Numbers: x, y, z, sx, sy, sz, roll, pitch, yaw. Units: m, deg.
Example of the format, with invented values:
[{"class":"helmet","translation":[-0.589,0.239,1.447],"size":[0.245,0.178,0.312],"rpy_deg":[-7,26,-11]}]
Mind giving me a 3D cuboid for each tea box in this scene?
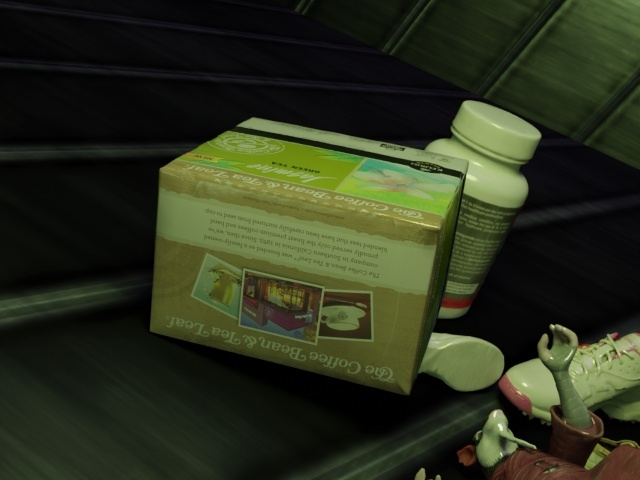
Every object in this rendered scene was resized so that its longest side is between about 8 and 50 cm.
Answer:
[{"class":"tea box","translation":[0.000,0.000,1.087],"size":[0.328,0.220,0.323],"rpy_deg":[12,22,11]}]

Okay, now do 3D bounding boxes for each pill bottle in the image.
[{"class":"pill bottle","translation":[0.218,-0.050,1.332],"size":[0.176,0.319,0.176],"rpy_deg":[19,24,-9]}]

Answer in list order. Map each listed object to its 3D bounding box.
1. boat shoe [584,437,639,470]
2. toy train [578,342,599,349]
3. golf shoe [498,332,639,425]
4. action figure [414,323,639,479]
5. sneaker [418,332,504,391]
[{"class":"boat shoe","translation":[0.400,0.286,1.103],"size":[0.135,0.045,0.050],"rpy_deg":[14,24,-18]},{"class":"toy train","translation":[0.489,0.197,1.348],"size":[0.166,0.046,0.125],"rpy_deg":[10,4,31]},{"class":"golf shoe","translation":[0.386,0.184,1.199],"size":[0.306,0.140,0.115],"rpy_deg":[4,30,-32]},{"class":"action figure","translation":[0.254,0.268,0.836],"size":[0.276,0.248,0.370],"rpy_deg":[52,-7,-10]},{"class":"sneaker","translation":[0.150,0.149,1.158],"size":[0.212,0.080,0.094],"rpy_deg":[10,15,-21]}]
